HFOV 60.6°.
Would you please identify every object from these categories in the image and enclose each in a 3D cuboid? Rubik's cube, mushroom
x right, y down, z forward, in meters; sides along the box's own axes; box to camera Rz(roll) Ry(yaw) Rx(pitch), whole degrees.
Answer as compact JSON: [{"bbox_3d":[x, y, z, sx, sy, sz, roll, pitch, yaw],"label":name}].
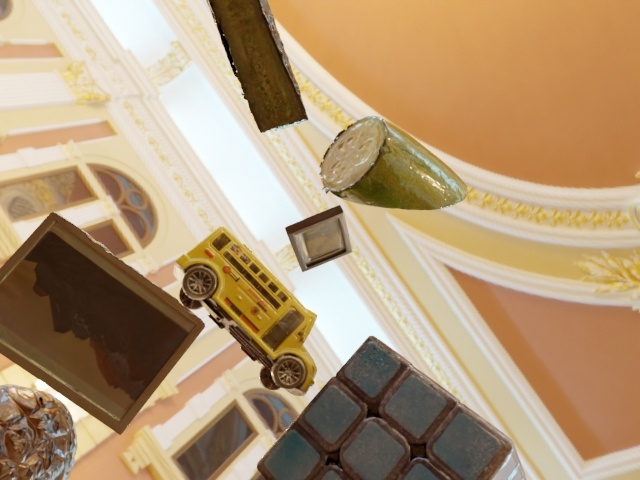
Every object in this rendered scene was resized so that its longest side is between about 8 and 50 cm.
[{"bbox_3d":[0.136,0.402,0.932,0.301,0.305,0.303,31,-15,39],"label":"Rubik's cube"},{"bbox_3d":[-0.561,0.388,0.997,0.153,0.253,0.253,-16,-81,22],"label":"mushroom"}]

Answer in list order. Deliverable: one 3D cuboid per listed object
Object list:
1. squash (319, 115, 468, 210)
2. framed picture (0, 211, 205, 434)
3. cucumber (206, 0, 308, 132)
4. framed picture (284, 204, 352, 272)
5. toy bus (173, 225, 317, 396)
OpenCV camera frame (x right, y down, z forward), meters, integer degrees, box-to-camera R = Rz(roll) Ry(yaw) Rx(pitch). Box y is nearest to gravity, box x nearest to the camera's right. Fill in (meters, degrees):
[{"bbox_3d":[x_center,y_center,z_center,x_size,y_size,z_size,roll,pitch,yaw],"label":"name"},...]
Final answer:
[{"bbox_3d":[0.149,-0.112,1.091,0.189,0.189,0.260,-31,-47,33],"label":"squash"},{"bbox_3d":[-0.320,0.112,0.751,0.265,0.018,0.192,38,-101,-10],"label":"framed picture"},{"bbox_3d":[-0.082,-0.252,0.743,0.078,0.062,0.211,-19,-78,15],"label":"cucumber"},{"bbox_3d":[0.000,0.000,1.203,0.128,0.168,0.023,-22,-123,-4],"label":"framed picture"},{"bbox_3d":[-0.121,0.137,1.017,0.330,0.152,0.144,45,-23,-1],"label":"toy bus"}]
